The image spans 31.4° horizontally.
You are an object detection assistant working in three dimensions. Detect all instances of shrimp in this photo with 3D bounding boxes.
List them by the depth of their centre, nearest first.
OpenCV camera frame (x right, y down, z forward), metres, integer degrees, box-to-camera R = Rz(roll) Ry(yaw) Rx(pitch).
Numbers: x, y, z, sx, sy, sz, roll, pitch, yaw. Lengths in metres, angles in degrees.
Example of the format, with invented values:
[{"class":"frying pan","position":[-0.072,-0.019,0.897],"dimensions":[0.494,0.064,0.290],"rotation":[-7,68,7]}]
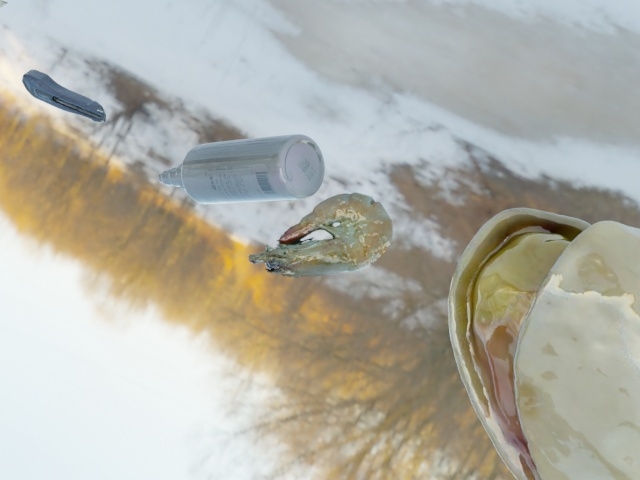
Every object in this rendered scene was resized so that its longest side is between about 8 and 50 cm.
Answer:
[{"class":"shrimp","position":[0.000,0.000,1.454],"dimensions":[0.190,0.101,0.042],"rotation":[-16,-179,-5]}]

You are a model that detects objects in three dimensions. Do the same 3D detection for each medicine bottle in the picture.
[{"class":"medicine bottle","position":[-0.084,-0.062,1.038],"dimensions":[0.199,0.057,0.058],"rotation":[-1,157,45]}]

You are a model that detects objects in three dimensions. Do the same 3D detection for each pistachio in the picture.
[{"class":"pistachio","position":[0.208,0.106,0.836],"dimensions":[0.299,0.187,0.187],"rotation":[51,165,-28]}]

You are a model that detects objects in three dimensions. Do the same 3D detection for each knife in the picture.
[{"class":"knife","position":[-0.271,-0.153,1.218],"dimensions":[0.121,0.018,0.031],"rotation":[23,133,24]}]

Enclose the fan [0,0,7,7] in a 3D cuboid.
[{"class":"fan","position":[-0.431,-0.318,1.501],"dimensions":[0.008,0.152,0.227],"rotation":[54,177,-12]}]
